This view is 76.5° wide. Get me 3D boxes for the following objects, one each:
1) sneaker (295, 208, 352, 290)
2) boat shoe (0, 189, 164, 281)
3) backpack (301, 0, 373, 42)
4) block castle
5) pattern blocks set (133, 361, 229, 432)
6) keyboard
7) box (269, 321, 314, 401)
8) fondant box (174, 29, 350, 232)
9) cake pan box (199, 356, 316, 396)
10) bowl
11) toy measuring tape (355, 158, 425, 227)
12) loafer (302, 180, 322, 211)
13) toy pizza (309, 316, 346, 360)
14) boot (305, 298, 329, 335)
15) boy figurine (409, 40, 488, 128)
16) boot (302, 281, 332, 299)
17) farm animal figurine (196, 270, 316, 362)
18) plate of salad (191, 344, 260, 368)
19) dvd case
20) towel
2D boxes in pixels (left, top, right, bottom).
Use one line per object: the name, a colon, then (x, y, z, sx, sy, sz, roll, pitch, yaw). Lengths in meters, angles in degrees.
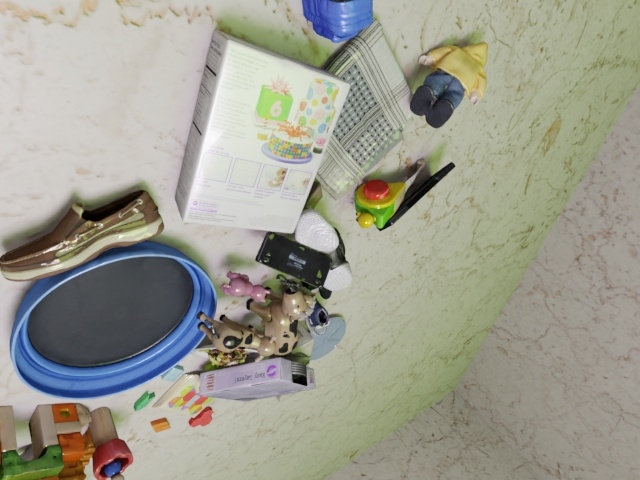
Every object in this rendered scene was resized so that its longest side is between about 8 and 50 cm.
sneaker: (0.000, 0.000, 1.048, 0.101, 0.153, 0.268, -22, 129, 6)
boat shoe: (-0.410, -0.022, 0.697, 0.257, 0.095, 0.095, -27, 125, -32)
backpack: (0.039, -0.412, 0.727, 0.098, 0.120, 0.101, -34, 141, -16)
block castle: (-0.666, 0.535, 0.846, 0.453, 0.213, 0.303, 23, 106, -51)
pattern blocks set: (-0.381, 0.463, 1.204, 0.285, 0.026, 0.325, -51, 142, 6)
keyboard: (-0.063, 0.060, 0.944, 0.180, 0.023, 0.108, 25, 79, -22)
box: (-0.105, 0.409, 1.360, 0.113, 0.094, 0.275, -19, 134, -32)
fondant box: (-0.118, -0.183, 0.776, 0.238, 0.096, 0.330, 6, 121, -33)
cake pan box: (-0.170, 0.410, 1.179, 0.267, 0.070, 0.246, -17, 153, 17)
bowl: (-0.418, 0.168, 0.860, 0.391, 0.077, 0.391, -26, 138, -25)
toy measuring tape: (0.184, -0.146, 1.152, 0.330, 0.121, 0.121, -49, 149, -35)
loafer: (-0.044, -0.078, 1.006, 0.148, 0.056, 0.050, -47, 137, 2)
toy pizza: (0.007, 0.350, 1.464, 0.201, 0.032, 0.201, -24, 136, -26)
boot: (-0.005, 0.260, 1.303, 0.069, 0.086, 0.190, -33, 132, -15)
boy figurine: (0.322, -0.403, 0.989, 0.285, 0.177, 0.092, -52, 176, -29)
boot: (-0.010, 0.139, 1.245, 0.099, 0.045, 0.121, -14, 126, -38)
farm animal figurine: (-0.115, 0.190, 1.015, 0.330, 0.172, 0.326, -46, 149, -31)
plate of salad: (-0.250, 0.314, 1.092, 0.200, 0.048, 0.200, 1, 156, 0)
dvd case: (0.280, -0.125, 1.216, 0.253, 0.022, 0.180, -42, 179, -5)
towel: (0.083, -0.274, 0.949, 0.312, 0.056, 0.324, -47, 143, 1)
